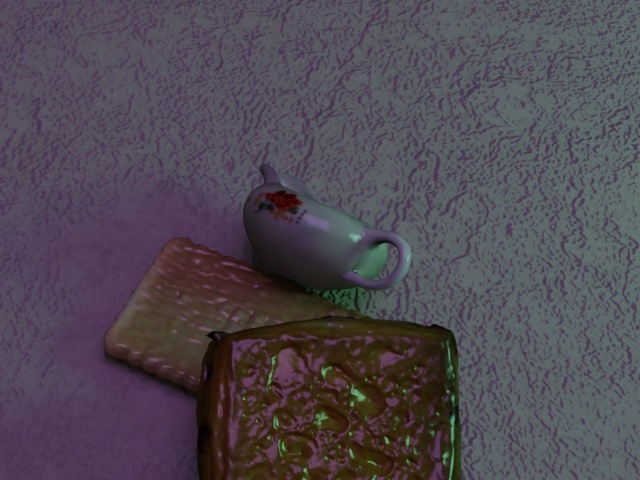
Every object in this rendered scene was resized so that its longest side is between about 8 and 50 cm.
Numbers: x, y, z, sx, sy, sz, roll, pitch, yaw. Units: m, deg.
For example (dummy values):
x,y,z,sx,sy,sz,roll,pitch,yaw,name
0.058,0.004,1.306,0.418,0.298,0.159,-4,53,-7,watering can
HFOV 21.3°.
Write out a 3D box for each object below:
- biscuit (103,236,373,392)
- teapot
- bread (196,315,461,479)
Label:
x,y,z,sx,sy,sz,roll,pitch,yaw,name
-0.063,0.096,1.594,0.249,0.030,0.160,22,50,9,biscuit
0.000,0.000,1.618,0.226,0.092,0.145,25,3,41,teapot
0.007,0.172,1.475,0.235,0.099,0.211,3,76,-13,bread
